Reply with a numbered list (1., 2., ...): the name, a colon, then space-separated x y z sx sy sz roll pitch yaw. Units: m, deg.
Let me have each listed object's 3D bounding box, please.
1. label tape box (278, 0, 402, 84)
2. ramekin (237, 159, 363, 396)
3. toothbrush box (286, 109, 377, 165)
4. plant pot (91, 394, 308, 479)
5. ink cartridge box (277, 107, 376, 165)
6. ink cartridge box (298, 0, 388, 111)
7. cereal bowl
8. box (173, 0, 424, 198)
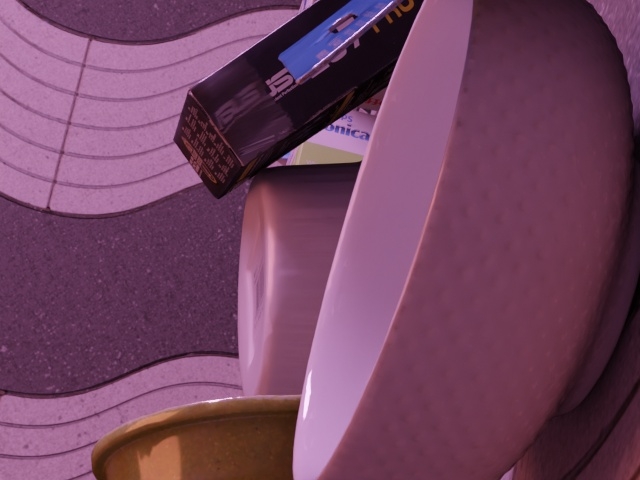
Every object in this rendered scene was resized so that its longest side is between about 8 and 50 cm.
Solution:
1. label tape box: 0.089 -0.228 0.873 0.334 0.106 0.240 -35 9 2
2. ramekin: -0.003 0.052 1.629 0.277 0.135 0.277 -179 90 -81
3. toothbrush box: 0.000 0.000 2.048 0.206 0.122 0.283 115 166 -67
4. plant pot: -0.025 0.272 1.146 0.276 0.276 0.253 115 155 -63
5. ink cartridge box: 0.017 -0.178 2.248 0.104 0.060 0.180 6 69 43
6. ink cartridge box: 0.052 -0.259 1.983 0.212 0.154 0.093 114 166 -58
7. cereal bowl: 0.097 0.006 0.960 0.339 0.141 0.339 -164 90 -83
8. box: 0.013 -0.174 1.610 0.318 0.097 0.395 -37 2 -7
